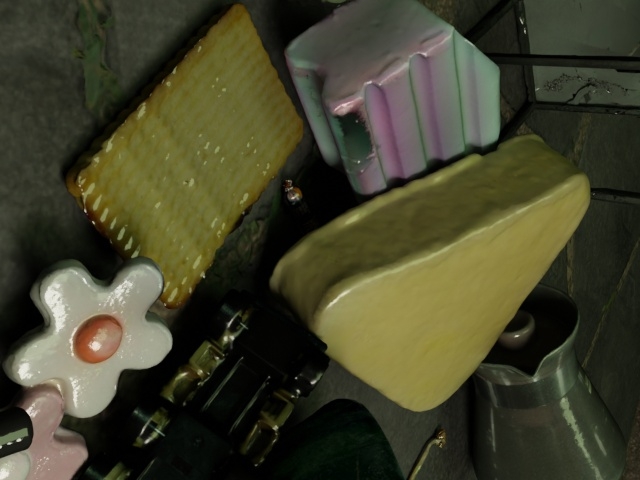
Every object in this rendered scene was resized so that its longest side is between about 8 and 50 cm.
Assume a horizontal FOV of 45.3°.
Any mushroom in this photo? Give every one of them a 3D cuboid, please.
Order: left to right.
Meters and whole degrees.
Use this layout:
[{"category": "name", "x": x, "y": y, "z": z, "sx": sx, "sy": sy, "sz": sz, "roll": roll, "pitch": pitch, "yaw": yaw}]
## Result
[{"category": "mushroom", "x": 0.122, "y": 0.404, "z": 1.166, "sx": 0.286, "sy": 0.028, "sz": 0.026, "roll": -53, "pitch": 179, "yaw": -30}]

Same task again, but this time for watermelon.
[{"category": "watermelon", "x": -0.024, "y": 0.303, "z": 0.709, "sx": 0.292, "sy": 0.222, "sz": 0.319, "roll": 84, "pitch": -10, "yaw": -62}]

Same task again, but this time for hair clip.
[{"category": "hair clip", "x": -0.214, "y": 0.117, "z": 0.599, "sx": 0.257, "sy": 0.075, "sz": 0.146, "roll": -59, "pitch": 144, "yaw": -18}]

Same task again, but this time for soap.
[{"category": "soap", "x": 0.097, "y": -0.128, "z": 0.849, "sx": 0.193, "sy": 0.109, "sz": 0.324, "roll": -34, "pitch": 149, "yaw": -5}]

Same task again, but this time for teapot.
[{"category": "teapot", "x": 0.349, "y": 0.247, "z": 1.265, "sx": 0.300, "sy": 0.253, "sz": 0.344, "roll": -85, "pitch": 158, "yaw": -59}]

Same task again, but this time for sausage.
[{"category": "sausage", "x": 0.000, "y": 0.000, "z": 0.885, "sx": 0.028, "sy": 0.025, "sz": 0.198, "roll": -25, "pitch": 133, "yaw": 5}]

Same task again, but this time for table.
[{"category": "table", "x": 0.392, "y": -0.213, "z": 1.098, "sx": 0.272, "sy": 0.335, "sz": 0.222, "roll": -45, "pitch": 132, "yaw": -36}]

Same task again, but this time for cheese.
[{"category": "cheese", "x": 0.106, "y": 0.050, "z": 0.876, "sx": 0.384, "sy": 0.104, "sz": 0.384, "roll": -24, "pitch": 141, "yaw": -21}]

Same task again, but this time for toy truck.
[{"category": "toy truck", "x": -0.103, "y": 0.174, "z": 0.707, "sx": 0.257, "sy": 0.127, "sz": 0.127, "roll": -55, "pitch": 176, "yaw": -27}]

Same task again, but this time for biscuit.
[{"category": "biscuit", "x": -0.113, "y": -0.079, "z": 0.712, "sx": 0.254, "sy": 0.029, "sz": 0.172, "roll": -57, "pitch": 139, "yaw": -28}]

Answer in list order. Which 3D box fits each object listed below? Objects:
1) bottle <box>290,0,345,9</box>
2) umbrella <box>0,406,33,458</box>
[{"category": "bottle", "x": 0.013, "y": -0.391, "z": 0.692, "sx": 0.168, "sy": 0.168, "sz": 0.346, "roll": 7, "pitch": 98, "yaw": -54}, {"category": "umbrella", "x": -0.300, "y": 0.157, "z": 0.465, "sx": 0.250, "sy": 0.053, "sz": 0.052, "roll": -15, "pitch": 103, "yaw": -37}]
